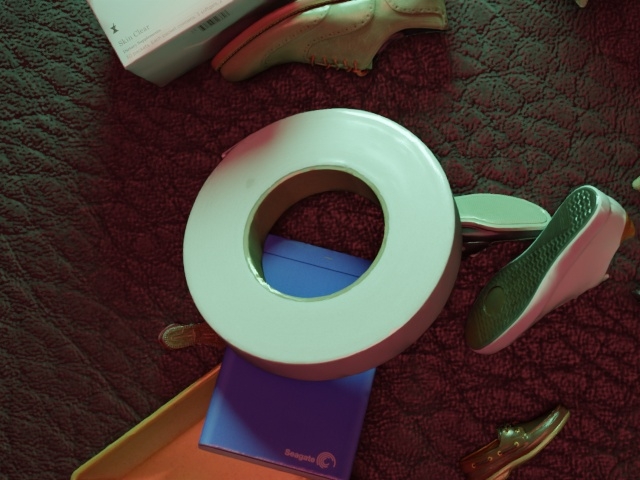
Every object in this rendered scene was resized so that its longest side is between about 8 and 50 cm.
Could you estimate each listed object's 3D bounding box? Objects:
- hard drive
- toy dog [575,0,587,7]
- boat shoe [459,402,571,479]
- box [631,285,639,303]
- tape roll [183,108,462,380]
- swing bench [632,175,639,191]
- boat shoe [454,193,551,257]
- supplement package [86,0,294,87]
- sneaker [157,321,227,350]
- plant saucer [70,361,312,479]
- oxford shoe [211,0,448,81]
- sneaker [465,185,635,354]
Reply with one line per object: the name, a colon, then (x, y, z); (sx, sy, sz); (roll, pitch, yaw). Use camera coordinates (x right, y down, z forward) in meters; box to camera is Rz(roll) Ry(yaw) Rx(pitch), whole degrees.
hard drive: (-0.026, 0.162, 1.734); (0.210, 0.040, 0.319); (15, 68, 1)
toy dog: (0.429, -0.490, 1.630); (0.407, 0.284, 0.396); (19, 107, 13)
boat shoe: (0.274, 0.286, 1.754); (0.178, 0.064, 0.060); (-40, 87, 7)
box: (0.500, 0.087, 1.712); (0.087, 0.101, 0.102); (-38, 87, 4)
tape roll: (0.000, 0.000, 1.707); (0.392, 0.072, 0.392); (-7, 63, 14)
swing bench: (0.606, -0.064, 1.671); (0.254, 0.165, 0.253); (-39, 85, 4)
boat shoe: (0.211, -0.016, 1.771); (0.233, 0.084, 0.079); (-3, 127, 0)
supplement package: (-0.174, -0.354, 1.743); (0.261, 0.204, 0.145); (-31, 86, 6)
sneaker: (-0.181, 0.139, 1.824); (0.118, 0.067, 0.042); (-2, 86, -24)
plant saucer: (-0.136, 0.378, 1.792); (0.333, 0.081, 0.333); (-37, 86, 5)
oxford shoe: (0.016, -0.287, 1.765); (0.348, 0.123, 0.130); (-23, 92, 7)
sneaker: (0.329, 0.065, 1.735); (0.123, 0.106, 0.290); (27, 114, -33)
